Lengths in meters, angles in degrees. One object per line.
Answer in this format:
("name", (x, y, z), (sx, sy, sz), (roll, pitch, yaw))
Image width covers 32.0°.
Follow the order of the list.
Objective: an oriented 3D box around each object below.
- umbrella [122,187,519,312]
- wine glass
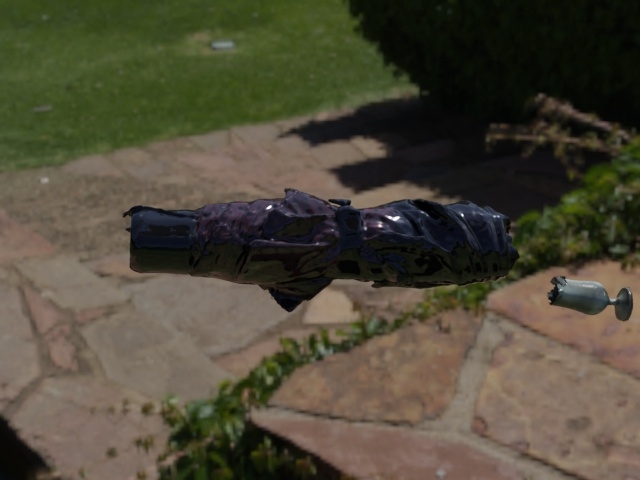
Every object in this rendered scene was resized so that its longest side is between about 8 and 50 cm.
("umbrella", (0.000, 0.000, 0.927), (0.326, 0.094, 0.090), (2, 48, -7))
("wine glass", (0.276, 0.059, 1.147), (0.083, 0.039, 0.042), (12, 42, -11))
